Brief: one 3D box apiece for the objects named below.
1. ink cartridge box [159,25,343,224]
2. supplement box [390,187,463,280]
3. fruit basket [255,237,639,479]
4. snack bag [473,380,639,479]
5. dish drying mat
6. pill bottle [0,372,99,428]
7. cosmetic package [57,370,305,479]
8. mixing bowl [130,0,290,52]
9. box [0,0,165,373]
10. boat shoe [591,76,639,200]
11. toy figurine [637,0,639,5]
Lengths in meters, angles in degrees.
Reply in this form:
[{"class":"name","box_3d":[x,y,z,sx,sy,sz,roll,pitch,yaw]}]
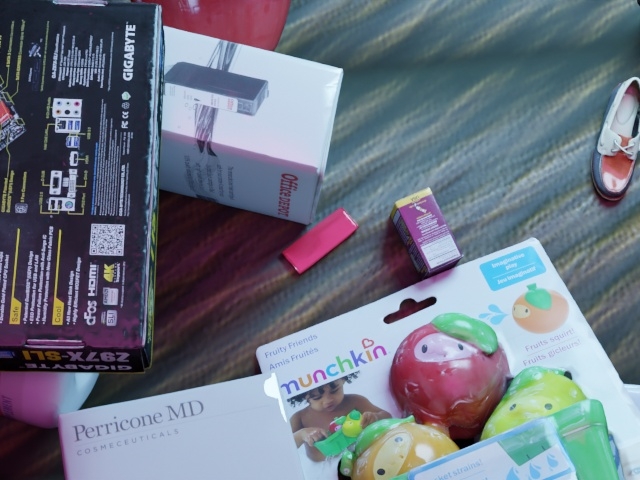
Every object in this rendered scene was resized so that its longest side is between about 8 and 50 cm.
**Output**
[{"class":"ink cartridge box","box_3d":[-0.122,-0.120,1.135,0.273,0.197,0.114,14,76,0]},{"class":"supplement box","box_3d":[0.112,-0.006,1.194,0.043,0.055,0.083,-23,80,-9]},{"class":"fruit basket","box_3d":[0.129,0.172,1.065,0.327,0.165,0.353,-21,55,-1]},{"class":"snack bag","box_3d":[0.302,0.309,1.090,0.323,0.037,0.342,2,77,19]},{"class":"dish drying mat","box_3d":[0.000,0.000,1.211,0.083,0.008,0.032,-38,81,-10]},{"class":"pill bottle","box_3d":[-0.401,0.015,1.071,0.408,0.229,0.229,17,76,1]},{"class":"cosmetic package","box_3d":[-0.100,0.333,1.004,0.217,0.156,0.384,-12,65,-13]},{"class":"mixing bowl","box_3d":[-0.110,-0.232,1.194,0.182,0.181,0.098,-8,109,-5]},{"class":"box","box_3d":[-0.266,-0.053,0.948,0.257,0.079,0.321,0,69,-4]},{"class":"boat shoe","box_3d":[0.332,-0.113,1.239,0.049,0.043,0.137,14,78,-2]},{"class":"toy figurine","box_3d":[0.413,-0.351,1.245,0.213,0.148,0.209,-33,81,-10]}]
